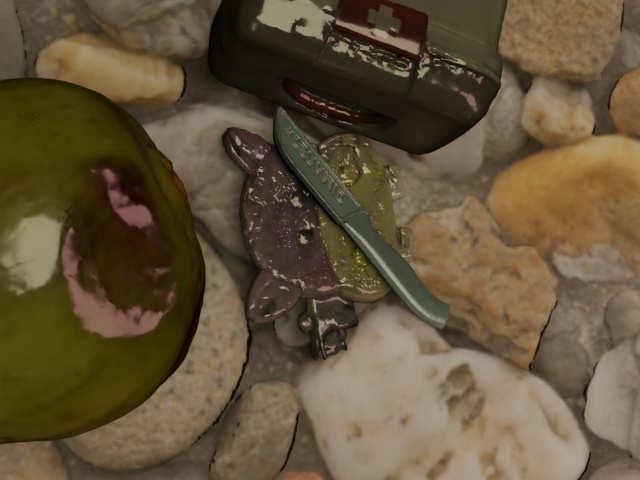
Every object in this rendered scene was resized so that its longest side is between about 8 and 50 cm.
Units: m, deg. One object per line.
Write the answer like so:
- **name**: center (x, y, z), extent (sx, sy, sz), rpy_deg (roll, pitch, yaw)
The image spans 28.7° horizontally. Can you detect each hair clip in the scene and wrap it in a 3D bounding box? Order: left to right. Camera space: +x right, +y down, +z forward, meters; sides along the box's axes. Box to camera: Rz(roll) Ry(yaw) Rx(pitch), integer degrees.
- **hair clip**: center (0.003, 0.000, 0.971), extent (0.146, 0.056, 0.187), rpy_deg (-4, 88, -20)

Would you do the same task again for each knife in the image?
- **knife**: center (0.027, -0.014, 0.954), extent (0.028, 0.015, 0.210), rpy_deg (-41, 93, -17)

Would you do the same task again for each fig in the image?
- **fig**: center (-0.212, 0.024, 0.833), extent (0.271, 0.239, 0.239), rpy_deg (-27, 95, -4)

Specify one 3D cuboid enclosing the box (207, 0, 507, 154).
- **box**: center (0.030, -0.160, 0.935), extent (0.210, 0.148, 0.129), rpy_deg (19, 74, -12)
